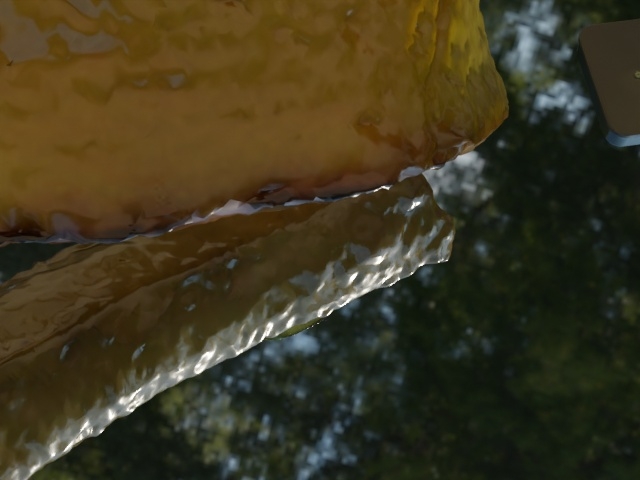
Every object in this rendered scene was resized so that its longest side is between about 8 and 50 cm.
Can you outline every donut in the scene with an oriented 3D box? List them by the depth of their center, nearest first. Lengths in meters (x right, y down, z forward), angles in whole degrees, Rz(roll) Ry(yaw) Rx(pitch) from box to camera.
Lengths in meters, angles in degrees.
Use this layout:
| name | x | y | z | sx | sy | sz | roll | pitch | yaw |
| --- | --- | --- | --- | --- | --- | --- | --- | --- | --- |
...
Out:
| name | x | y | z | sx | sy | sz | roll | pitch | yaw |
| --- | --- | --- | --- | --- | --- | --- | --- | --- | --- |
| donut | -0.029 | -0.061 | 0.403 | 0.152 | 0.101 | 0.259 | 9 | -162 | 32 |

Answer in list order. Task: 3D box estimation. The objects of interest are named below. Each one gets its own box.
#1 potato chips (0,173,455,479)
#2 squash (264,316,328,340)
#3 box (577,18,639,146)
| name | x | y | z | sx | sy | sz | roll | pitch | yaw |
| --- | --- | --- | --- | --- | --- | --- | --- | --- | --- |
| potato chips | -0.115 | 0.069 | 0.462 | 0.080 | 0.057 | 0.407 | 26 | -133 | 35 |
| squash | 0.001 | -0.002 | 1.007 | 0.090 | 0.075 | 0.200 | 42 | -151 | 8 |
| box | 0.297 | -0.149 | 1.402 | 0.091 | 0.031 | 0.126 | -10 | -116 | -10 |
